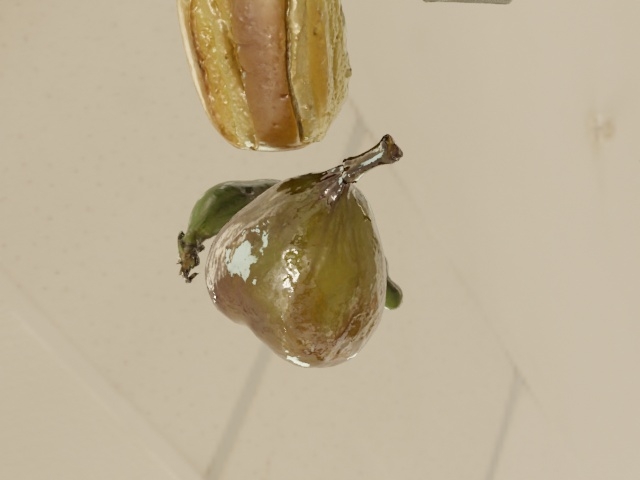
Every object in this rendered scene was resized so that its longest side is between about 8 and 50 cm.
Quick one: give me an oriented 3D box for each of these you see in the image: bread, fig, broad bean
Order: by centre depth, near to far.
[{"bbox_3d":[-0.001,0.001,1.189,0.170,0.274,0.145,42,-133,11],"label":"fig"},{"bbox_3d":[-0.050,-0.185,1.201,0.106,0.140,0.236,-59,-34,-49],"label":"bread"},{"bbox_3d":[-0.034,0.000,1.532,0.292,0.049,0.144,11,-118,-29],"label":"broad bean"}]

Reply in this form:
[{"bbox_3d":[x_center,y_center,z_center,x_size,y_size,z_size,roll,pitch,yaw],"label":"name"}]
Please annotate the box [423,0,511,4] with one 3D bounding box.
[{"bbox_3d":[0.223,-0.426,1.727,0.155,0.231,0.149,-4,-113,-29],"label":"box"}]
